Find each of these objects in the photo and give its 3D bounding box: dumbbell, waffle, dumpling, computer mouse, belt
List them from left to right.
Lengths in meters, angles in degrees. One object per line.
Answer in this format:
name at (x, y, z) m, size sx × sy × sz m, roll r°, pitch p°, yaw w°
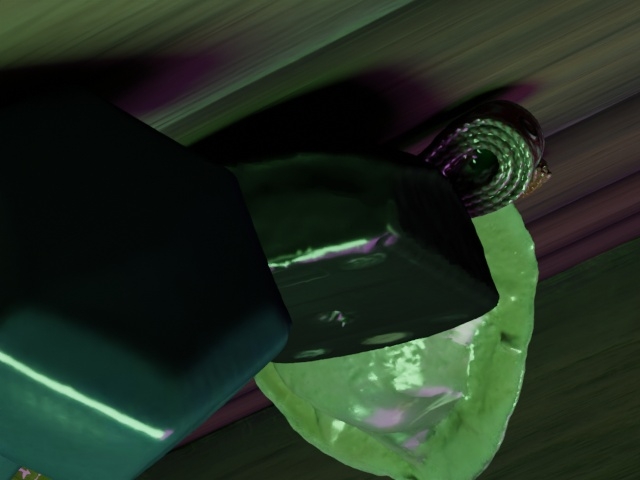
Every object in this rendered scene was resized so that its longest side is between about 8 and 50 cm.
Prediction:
dumbbell at (-0.151, 0.082, 0.571) m, size 0.144 × 0.156 × 0.316 m, roll 4°, pitch 143°, yaw -40°
computer mouse at (0.000, 0.000, 0.776) m, size 0.170 × 0.100 × 0.269 m, roll -17°, pitch 162°, yaw 15°
belt at (0.045, -0.019, 0.895) m, size 0.232 × 0.071 × 0.053 m, roll -26°, pitch -170°, yaw 30°
dumpling at (0.057, 0.081, 1.014) m, size 0.175 × 0.226 × 0.243 m, roll -23°, pitch 163°, yaw -16°
waffle at (0.158, -0.047, 1.143) m, size 0.083 × 0.029 × 0.075 m, roll -32°, pitch 169°, yaw 29°

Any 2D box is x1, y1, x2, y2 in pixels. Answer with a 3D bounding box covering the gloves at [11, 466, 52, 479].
gloves at (-0.177, 0.104, 0.818) m, size 0.154 × 0.141 × 0.331 m, roll -22°, pitch 171°, yaw -3°
